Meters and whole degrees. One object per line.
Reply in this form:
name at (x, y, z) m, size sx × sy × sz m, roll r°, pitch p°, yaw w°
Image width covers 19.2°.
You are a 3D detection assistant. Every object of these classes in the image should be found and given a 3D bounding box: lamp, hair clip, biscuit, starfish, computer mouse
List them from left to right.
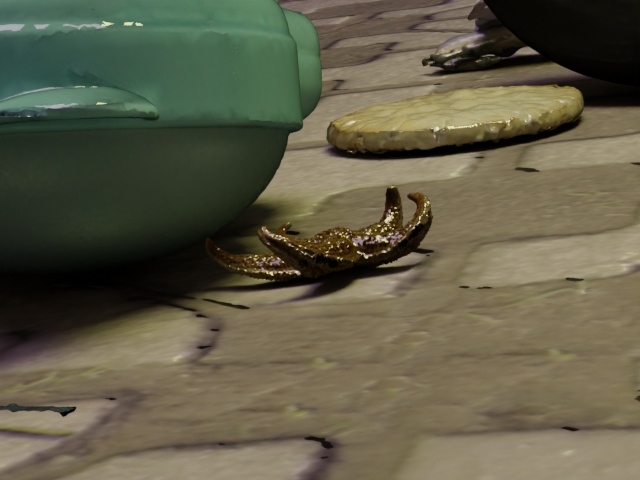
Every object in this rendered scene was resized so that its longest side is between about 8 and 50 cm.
lamp at (-0.101, -0.063, 0.813) m, size 0.209 × 0.147 × 0.284 m, roll 0°, pitch 22°, yaw 24°
starfish at (0.000, 0.000, 0.743) m, size 0.091 × 0.028 × 0.078 m, roll -10°, pitch 5°, yaw -1°
biscuit at (0.076, -0.070, 1.061) m, size 0.152 × 0.020 × 0.152 m, roll -7°, pitch 11°, yaw 1°
hair clip at (0.213, -0.166, 1.342) m, size 0.292 × 0.085 × 0.106 m, roll -11°, pitch -7°, yaw 6°
computer mouse at (0.205, -0.133, 1.120) m, size 0.269 × 0.086 × 0.137 m, roll 13°, pitch 17°, yaw 38°

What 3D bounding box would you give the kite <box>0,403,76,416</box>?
kite at (-0.178, 0.069, 0.561) m, size 0.160 × 0.010 × 0.183 m, roll -3°, pitch 8°, yaw 40°
